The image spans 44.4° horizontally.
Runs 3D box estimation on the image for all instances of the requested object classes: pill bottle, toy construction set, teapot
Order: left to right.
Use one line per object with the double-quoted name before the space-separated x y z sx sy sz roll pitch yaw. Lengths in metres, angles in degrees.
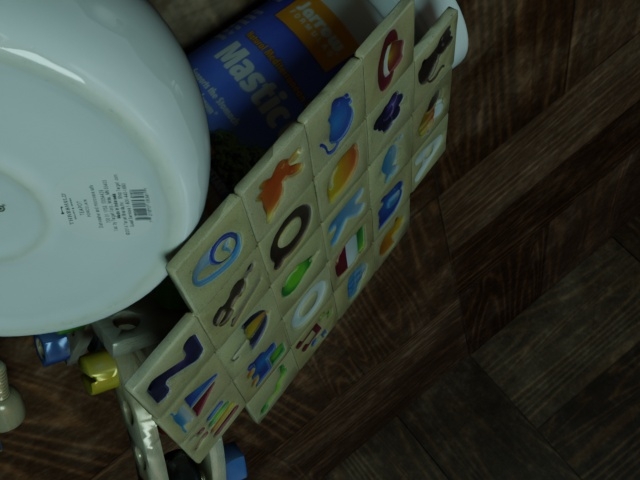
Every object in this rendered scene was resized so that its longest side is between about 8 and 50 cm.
"teapot" -0.181 -0.083 0.443 0.256 0.187 0.252 -34 132 27
"toy construction set" -0.192 0.082 0.670 0.308 0.257 0.237 1 134 -13
"pill bottle" -0.019 -0.117 0.635 0.272 0.152 0.152 -37 155 -8

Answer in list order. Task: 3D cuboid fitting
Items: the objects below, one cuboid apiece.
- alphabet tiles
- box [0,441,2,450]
"alphabet tiles" 0.000 0.000 0.569 0.342 0.011 0.285 -51 158 -20
"box" -0.398 0.207 0.746 0.169 0.054 0.059 -23 149 -32
